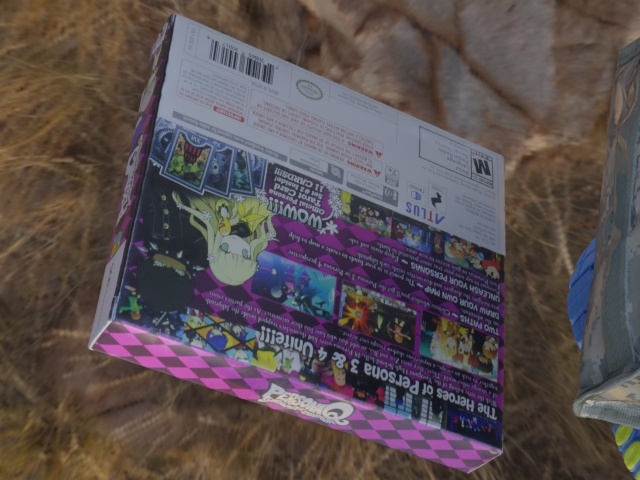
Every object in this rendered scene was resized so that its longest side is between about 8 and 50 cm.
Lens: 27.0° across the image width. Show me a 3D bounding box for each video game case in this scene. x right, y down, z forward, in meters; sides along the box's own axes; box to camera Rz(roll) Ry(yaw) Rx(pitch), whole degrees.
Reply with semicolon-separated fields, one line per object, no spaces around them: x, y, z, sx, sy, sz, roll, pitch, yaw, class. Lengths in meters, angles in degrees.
0.000;0.000;0.750;0.232;0.042;0.210;21;52;-21;video game case

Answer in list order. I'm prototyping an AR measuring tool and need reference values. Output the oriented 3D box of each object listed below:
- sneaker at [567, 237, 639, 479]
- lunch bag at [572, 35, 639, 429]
0.212;0.074;0.846;0.067;0.078;0.188;-32;59;37;sneaker
0.249;-0.034;0.632;0.168;0.287;0.235;15;69;-10;lunch bag
